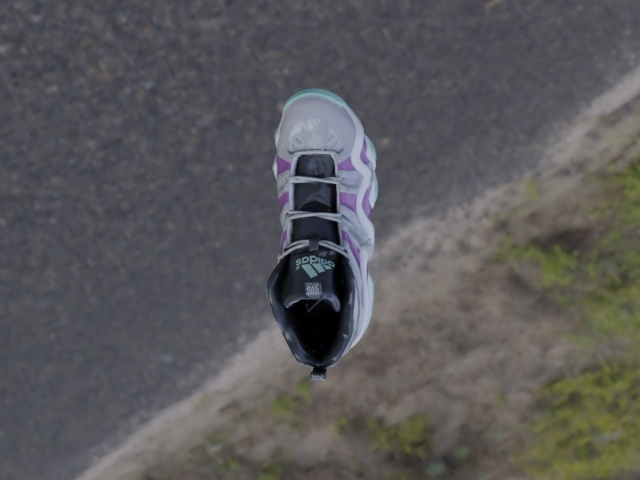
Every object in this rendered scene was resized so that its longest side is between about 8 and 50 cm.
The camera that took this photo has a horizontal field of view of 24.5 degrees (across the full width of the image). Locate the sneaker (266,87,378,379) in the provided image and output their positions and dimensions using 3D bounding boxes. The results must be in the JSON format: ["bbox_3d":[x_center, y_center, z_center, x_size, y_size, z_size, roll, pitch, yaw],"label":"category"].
[{"bbox_3d":[0.000,0.000,0.508,0.038,0.098,0.069,-6,-165,10],"label":"sneaker"}]
